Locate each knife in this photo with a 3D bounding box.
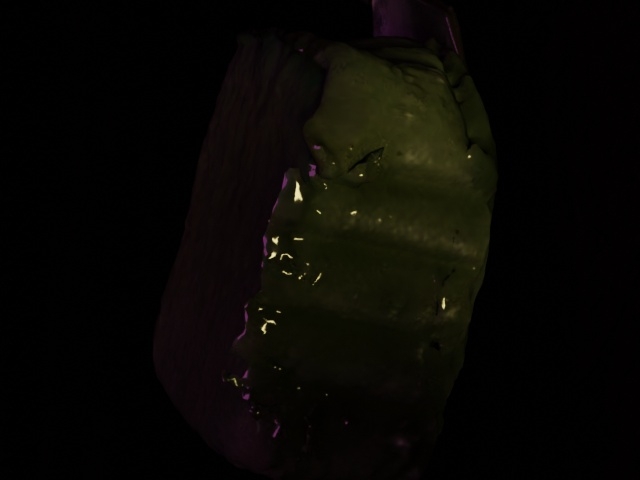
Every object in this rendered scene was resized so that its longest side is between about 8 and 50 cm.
[{"bbox_3d":[0.042,-0.126,0.971,0.230,0.028,0.060,-135,42,-64],"label":"knife"}]

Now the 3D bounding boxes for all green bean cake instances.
[{"bbox_3d":[0.000,0.000,0.881,0.222,0.125,0.227,-145,63,-71],"label":"green bean cake"}]
